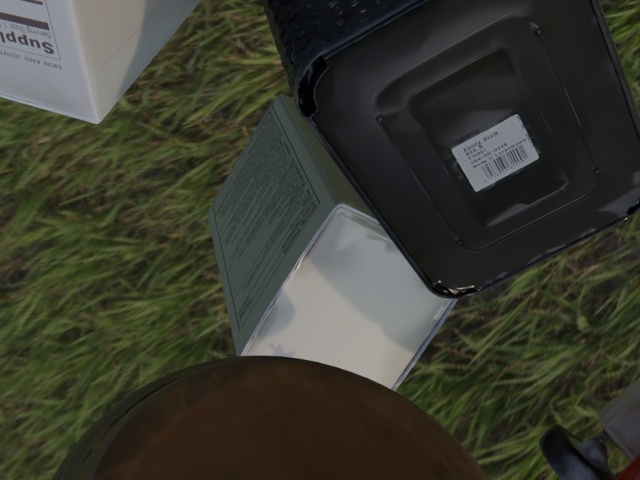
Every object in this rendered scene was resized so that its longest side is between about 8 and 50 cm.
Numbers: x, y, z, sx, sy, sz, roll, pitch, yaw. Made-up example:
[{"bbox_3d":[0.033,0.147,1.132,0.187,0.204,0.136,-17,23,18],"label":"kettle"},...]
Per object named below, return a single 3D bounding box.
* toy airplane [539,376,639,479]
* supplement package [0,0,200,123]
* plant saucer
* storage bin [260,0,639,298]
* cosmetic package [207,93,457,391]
[{"bbox_3d":[0.348,0.228,0.646,0.272,0.384,0.386,-122,25,-50],"label":"toy airplane"},{"bbox_3d":[-0.142,-0.225,0.383,0.198,0.199,0.262,17,140,14],"label":"supplement package"},{"bbox_3d":[-0.010,0.168,0.512,0.278,0.278,0.041,36,136,14],"label":"plant saucer"},{"bbox_3d":[0.066,-0.068,0.449,0.122,0.084,0.180,-28,136,11],"label":"storage bin"},{"bbox_3d":[0.000,0.000,0.855,0.129,0.296,0.153,28,107,-21],"label":"cosmetic package"}]
